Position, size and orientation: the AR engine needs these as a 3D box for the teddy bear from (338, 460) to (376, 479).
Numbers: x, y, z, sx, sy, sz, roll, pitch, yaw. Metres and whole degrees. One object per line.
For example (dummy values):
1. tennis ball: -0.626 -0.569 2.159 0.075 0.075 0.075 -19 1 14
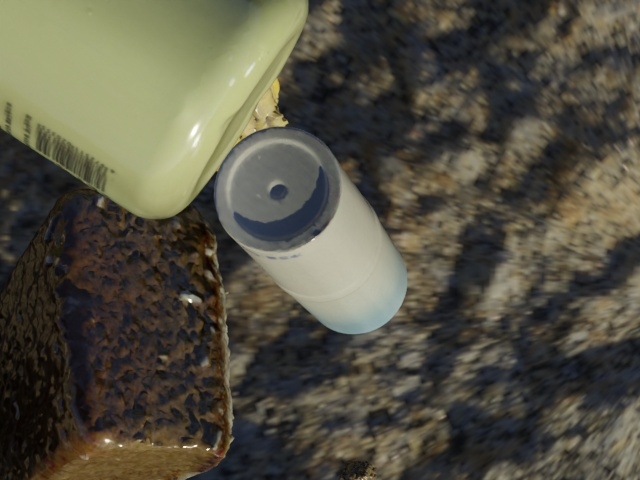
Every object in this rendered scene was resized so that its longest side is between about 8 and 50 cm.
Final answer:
1. teddy bear: 0.036 0.300 1.931 0.119 0.160 0.078 -45 43 -9

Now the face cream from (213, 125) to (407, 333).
1. face cream: 0.000 0.000 1.098 0.077 0.250 0.077 -3 76 10

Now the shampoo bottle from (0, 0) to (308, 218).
1. shampoo bottle: -0.088 -0.078 0.474 0.162 0.079 0.079 33 96 0

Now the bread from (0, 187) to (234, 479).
1. bread: -0.173 0.127 1.131 0.113 0.416 0.165 6 63 -24

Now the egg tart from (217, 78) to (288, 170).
1. egg tart: -0.191 -0.151 1.593 0.352 0.352 0.150 32 72 12
